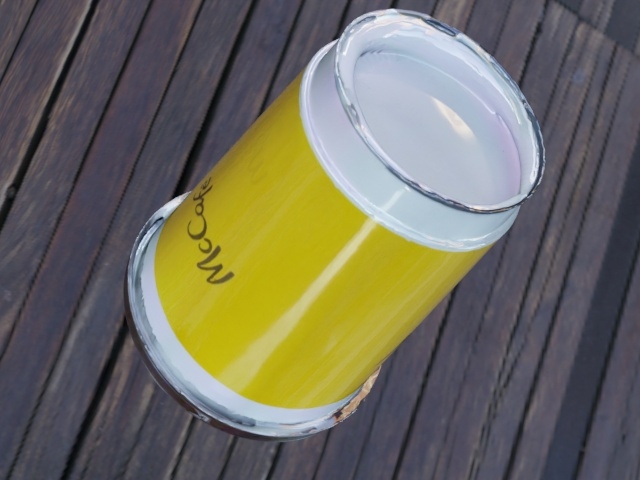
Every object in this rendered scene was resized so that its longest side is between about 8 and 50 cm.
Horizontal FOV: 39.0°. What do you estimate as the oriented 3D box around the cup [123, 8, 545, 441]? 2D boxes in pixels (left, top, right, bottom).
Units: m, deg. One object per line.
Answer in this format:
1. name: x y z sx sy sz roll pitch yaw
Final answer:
1. cup: 0.000 0.000 0.562 0.196 0.280 0.196 16 54 -22
